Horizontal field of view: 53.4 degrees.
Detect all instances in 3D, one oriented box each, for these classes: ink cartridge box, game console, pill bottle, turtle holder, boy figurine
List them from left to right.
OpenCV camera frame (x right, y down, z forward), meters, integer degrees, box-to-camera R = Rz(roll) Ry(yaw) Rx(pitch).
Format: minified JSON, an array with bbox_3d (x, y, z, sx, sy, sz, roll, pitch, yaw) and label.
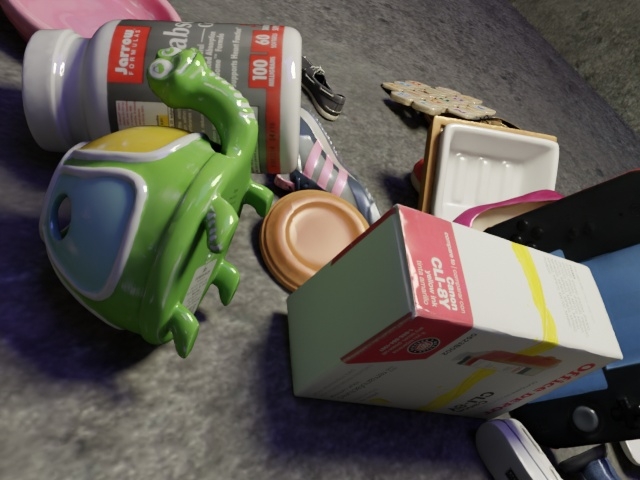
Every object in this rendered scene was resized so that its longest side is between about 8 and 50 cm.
[{"bbox_3d":[-0.196,-0.041,0.756,0.227,0.320,0.243,24,40,3],"label":"turtle holder"},{"bbox_3d":[-0.210,-0.204,0.910,0.362,0.210,0.210,2,44,-2],"label":"pill bottle"},{"bbox_3d":[0.186,0.127,0.914,0.384,0.279,0.161,14,51,-29],"label":"ink cartridge box"},{"bbox_3d":[0.426,0.122,1.016,0.060,0.342,0.387,-3,73,-42],"label":"game console"},{"bbox_3d":[0.491,0.462,0.987,0.177,0.092,0.285,30,31,-60],"label":"boy figurine"}]

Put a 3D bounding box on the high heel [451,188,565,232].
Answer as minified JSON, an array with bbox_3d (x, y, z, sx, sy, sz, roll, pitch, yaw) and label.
[{"bbox_3d":[0.349,-0.032,1.206,0.243,0.117,0.082,-18,98,-15],"label":"high heel"}]

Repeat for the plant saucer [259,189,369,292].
[{"bbox_3d":[0.000,0.000,1.045,0.199,0.037,0.200,8,63,-15],"label":"plant saucer"}]

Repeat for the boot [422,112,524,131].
[{"bbox_3d":[0.422,-0.306,1.717,0.305,0.115,0.112,24,43,-12],"label":"boot"}]

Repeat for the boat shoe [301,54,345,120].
[{"bbox_3d":[-0.002,-0.368,1.465,0.075,0.065,0.206,-3,53,-41],"label":"boat shoe"}]

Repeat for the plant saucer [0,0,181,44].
[{"bbox_3d":[-0.411,-0.399,1.138,0.331,0.084,0.332,23,40,-21],"label":"plant saucer"}]

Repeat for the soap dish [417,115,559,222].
[{"bbox_3d":[0.340,-0.121,1.321,0.290,0.229,0.118,6,2,-17],"label":"soap dish"}]

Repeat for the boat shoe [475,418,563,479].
[{"bbox_3d":[0.333,0.378,0.939,0.084,0.095,0.258,-1,53,-35],"label":"boat shoe"}]

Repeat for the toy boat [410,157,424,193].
[{"bbox_3d":[0.323,-0.159,1.447,0.151,0.151,0.231,50,38,15],"label":"toy boat"}]

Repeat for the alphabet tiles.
[{"bbox_3d":[0.313,-0.374,1.694,0.277,0.021,0.284,30,31,30],"label":"alphabet tiles"}]

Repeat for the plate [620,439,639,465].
[{"bbox_3d":[0.657,0.347,1.288,0.277,0.045,0.277,19,42,-25],"label":"plate"}]

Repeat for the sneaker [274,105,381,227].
[{"bbox_3d":[-0.011,-0.098,1.167,0.131,0.112,0.319,-27,71,-26],"label":"sneaker"}]
